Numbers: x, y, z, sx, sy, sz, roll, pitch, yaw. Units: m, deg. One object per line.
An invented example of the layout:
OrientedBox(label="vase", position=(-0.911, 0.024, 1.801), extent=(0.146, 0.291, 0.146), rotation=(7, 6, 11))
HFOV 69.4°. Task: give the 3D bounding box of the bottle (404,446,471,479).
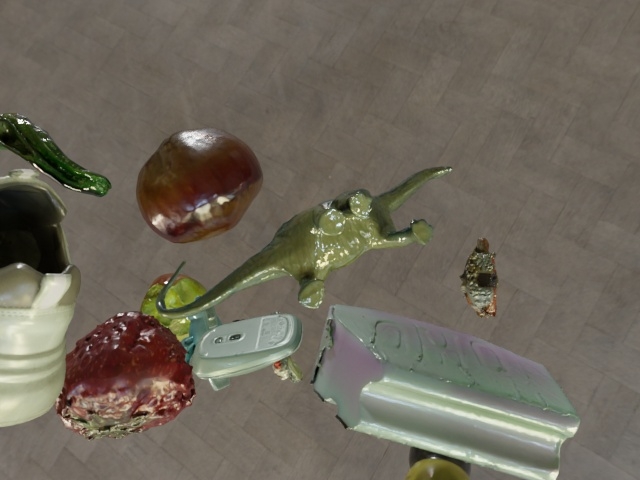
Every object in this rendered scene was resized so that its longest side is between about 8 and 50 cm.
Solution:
OrientedBox(label="bottle", position=(0.258, 0.572, 0.995), extent=(0.171, 0.172, 0.351), rotation=(4, 34, 14))

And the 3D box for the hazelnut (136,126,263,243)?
OrientedBox(label="hazelnut", position=(-0.241, -0.111, 0.914), extent=(0.251, 0.217, 0.217), rotation=(-40, 71, -4))

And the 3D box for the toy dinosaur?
OrientedBox(label="toy dinosaur", position=(0.006, -0.001, 0.457), extent=(0.362, 0.147, 0.077), rotation=(-27, 101, -10))

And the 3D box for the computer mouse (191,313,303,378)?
OrientedBox(label="computer mouse", position=(-0.178, 0.271, 1.145), extent=(0.288, 0.159, 0.097), rotation=(-11, 114, 5))

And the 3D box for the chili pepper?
OrientedBox(label="chili pepper", position=(-0.342, -0.110, 0.563), extent=(0.182, 0.073, 0.050), rotation=(31, 68, 12))

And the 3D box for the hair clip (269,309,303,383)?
OrientedBox(label="hair clip", position=(-0.146, 0.380, 1.638), extent=(0.091, 0.321, 0.138), rotation=(-29, 115, 0))

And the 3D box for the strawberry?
OrientedBox(label="strawberry", position=(-0.378, 0.258, 0.909), extent=(0.273, 0.274, 0.221), rotation=(-14, 54, 9))

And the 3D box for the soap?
OrientedBox(label="soap", position=(0.209, 0.271, 0.893), extent=(0.445, 0.261, 0.156), rotation=(14, 105, 3))

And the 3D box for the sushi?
OrientedBox(label="sushi", position=(0.443, 0.103, 1.298), extent=(0.097, 0.103, 0.226), rotation=(-4, 77, 31))

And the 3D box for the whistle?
OrientedBox(label="whistle", position=(-0.320, 0.294, 1.340), extent=(0.093, 0.186, 0.274), rotation=(-19, 84, 45))

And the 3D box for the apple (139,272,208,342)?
OrientedBox(label="apple", position=(-0.491, 0.235, 1.597), extent=(0.226, 0.246, 0.246), rotation=(16, 79, -11))

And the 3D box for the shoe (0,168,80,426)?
OrientedBox(label="shoe", position=(-0.294, -0.006, 0.396), extent=(0.316, 0.124, 0.159), rotation=(41, 105, 26))
